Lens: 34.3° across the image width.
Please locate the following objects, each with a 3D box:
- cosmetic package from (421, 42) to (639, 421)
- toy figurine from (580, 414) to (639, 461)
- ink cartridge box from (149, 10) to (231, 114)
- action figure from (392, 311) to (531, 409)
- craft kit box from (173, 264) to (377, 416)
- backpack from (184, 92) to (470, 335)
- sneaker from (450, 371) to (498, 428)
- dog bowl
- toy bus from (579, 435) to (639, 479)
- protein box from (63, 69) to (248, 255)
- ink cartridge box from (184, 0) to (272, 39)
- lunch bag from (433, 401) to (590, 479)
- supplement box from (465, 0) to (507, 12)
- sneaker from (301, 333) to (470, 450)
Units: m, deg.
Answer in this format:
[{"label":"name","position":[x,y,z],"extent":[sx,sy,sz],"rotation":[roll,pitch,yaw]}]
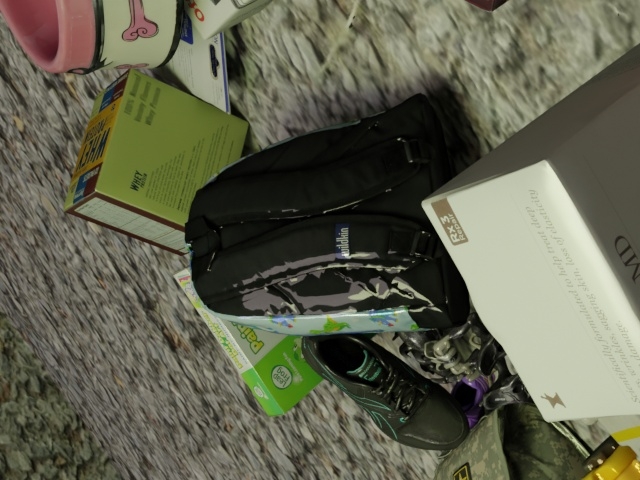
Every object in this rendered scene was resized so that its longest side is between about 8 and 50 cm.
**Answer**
[{"label":"cosmetic package","position":[0.292,-0.045,0.861],"extent":[0.156,0.385,0.217],"rotation":[-21,104,55]},{"label":"toy figurine","position":[0.336,0.103,1.074],"extent":[0.148,0.209,0.213],"rotation":[49,-173,-4]},{"label":"ink cartridge box","position":[-0.232,-0.324,1.525],"extent":[0.333,0.065,0.165],"rotation":[33,141,30]},{"label":"action figure","position":[0.186,0.122,1.369],"extent":[0.164,0.141,0.276],"rotation":[60,164,-24]},{"label":"craft kit box","position":[-0.047,0.083,1.505],"extent":[0.250,0.247,0.061],"rotation":[56,151,-6]},{"label":"backpack","position":[0.000,0.000,1.314],"extent":[0.356,0.273,0.290],"rotation":[-11,77,13]},{"label":"sneaker","position":[0.206,0.230,1.497],"extent":[0.068,0.071,0.170],"rotation":[35,143,25]},{"label":"dog bowl","position":[-0.335,-0.397,1.327],"extent":[0.408,0.150,0.408],"rotation":[46,149,38]},{"label":"toy bus","position":[0.414,0.217,1.114],"extent":[0.149,0.220,0.211],"rotation":[46,140,15]},{"label":"protein box","position":[-0.243,-0.111,1.539],"extent":[0.201,0.199,0.136],"rotation":[23,157,-28]},{"label":"ink cartridge box","position":[-0.100,-0.395,1.256],"extent":[0.197,0.114,0.273],"rotation":[57,147,-5]},{"label":"lunch bag","position":[0.289,0.382,1.453],"extent":[0.287,0.169,0.235],"rotation":[48,145,16]},{"label":"supplement box","position":[0.177,-0.330,0.993],"extent":[0.081,0.104,0.188],"rotation":[34,143,25]},{"label":"sneaker","position":[0.085,0.203,1.413],"extent":[0.267,0.101,0.106],"rotation":[32,173,5]}]
